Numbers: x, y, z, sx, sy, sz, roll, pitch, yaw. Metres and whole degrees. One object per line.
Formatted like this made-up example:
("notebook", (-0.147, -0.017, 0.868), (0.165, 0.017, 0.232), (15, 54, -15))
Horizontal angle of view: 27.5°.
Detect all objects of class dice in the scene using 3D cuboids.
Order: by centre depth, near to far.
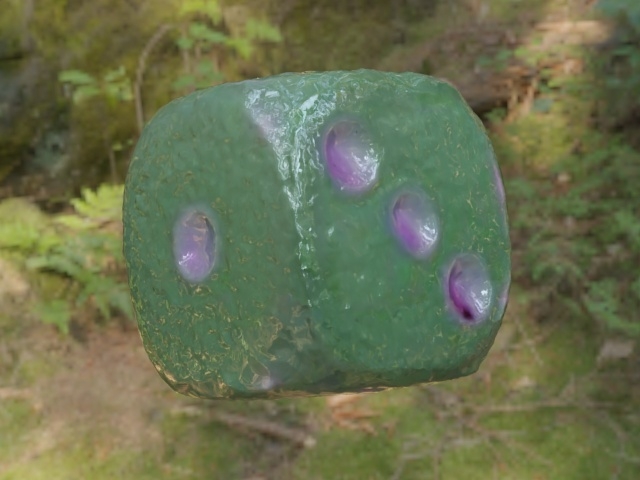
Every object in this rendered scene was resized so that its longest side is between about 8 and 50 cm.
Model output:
("dice", (0.000, 0.000, 1.390), (0.330, 0.322, 0.318), (0, -6, -41))
